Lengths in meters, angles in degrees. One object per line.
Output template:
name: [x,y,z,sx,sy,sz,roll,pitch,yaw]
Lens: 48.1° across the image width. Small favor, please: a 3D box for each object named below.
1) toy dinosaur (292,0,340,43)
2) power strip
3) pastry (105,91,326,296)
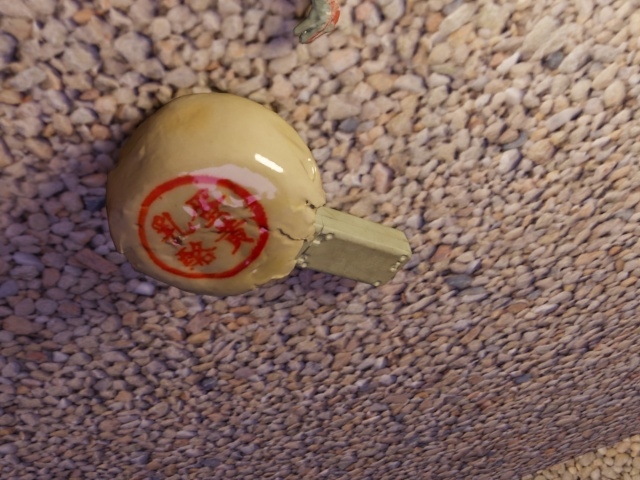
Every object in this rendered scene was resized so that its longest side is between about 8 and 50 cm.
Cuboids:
toy dinosaur: [0.052,-0.306,0.704,0.242,0.053,0.167,-26,141,11]
power strip: [0.000,0.000,1.045,0.288,0.053,0.093,17,132,-33]
pastry: [-0.125,-0.047,0.860,0.264,0.133,0.265,-5,131,-6]
